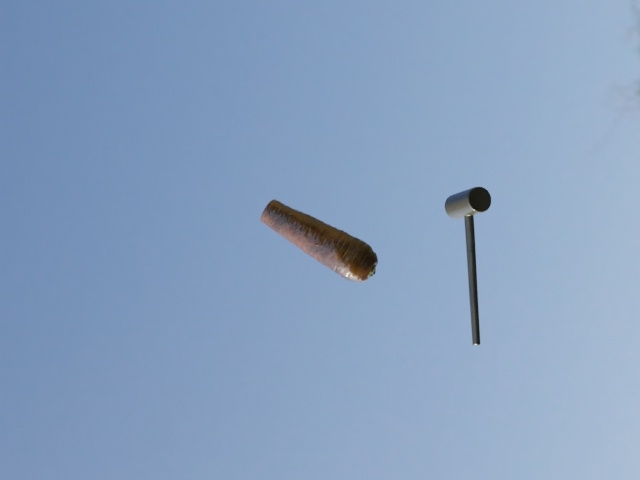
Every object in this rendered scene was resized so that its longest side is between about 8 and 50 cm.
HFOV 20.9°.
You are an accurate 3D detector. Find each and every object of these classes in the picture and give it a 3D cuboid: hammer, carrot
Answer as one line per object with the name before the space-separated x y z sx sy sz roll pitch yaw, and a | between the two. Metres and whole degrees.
hammer | 0.107 0.019 1.223 0.019 0.035 0.110 -1 -97 -25
carrot | 0.000 0.000 1.279 0.032 0.093 0.032 -55 -12 -18
